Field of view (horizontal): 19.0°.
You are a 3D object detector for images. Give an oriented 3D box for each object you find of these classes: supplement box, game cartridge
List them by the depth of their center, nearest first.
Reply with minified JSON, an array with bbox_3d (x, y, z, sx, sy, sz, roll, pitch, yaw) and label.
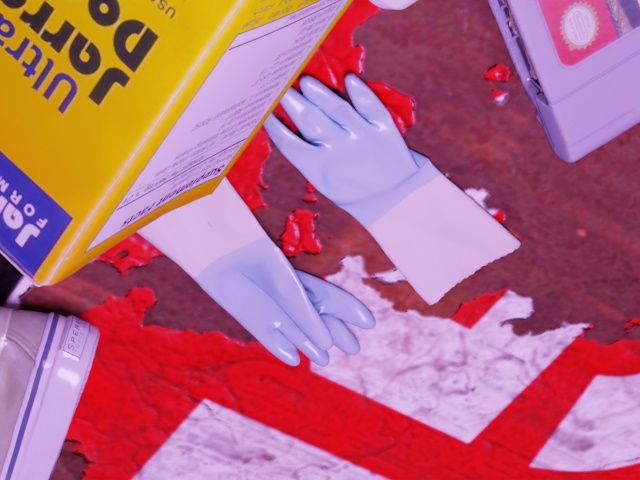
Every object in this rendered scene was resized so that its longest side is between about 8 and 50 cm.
[{"bbox_3d":[-0.081,-0.183,1.008,0.195,0.194,0.356,42,119,7],"label":"supplement box"},{"bbox_3d":[0.182,-0.204,1.139,0.196,0.060,0.294,-34,128,-7],"label":"game cartridge"}]

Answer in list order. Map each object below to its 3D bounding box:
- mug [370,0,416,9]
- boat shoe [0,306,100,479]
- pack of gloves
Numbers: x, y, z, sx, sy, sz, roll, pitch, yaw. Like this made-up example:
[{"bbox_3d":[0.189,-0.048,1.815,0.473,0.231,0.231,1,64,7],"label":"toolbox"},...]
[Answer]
[{"bbox_3d":[0.059,-0.170,1.175,0.078,0.062,0.064,36,124,-24],"label":"mug"},{"bbox_3d":[-0.245,0.169,1.391,0.094,0.109,0.302,20,116,-5],"label":"boat shoe"},{"bbox_3d":[0.000,0.000,1.313,0.195,0.046,0.232,-33,127,19],"label":"pack of gloves"}]
